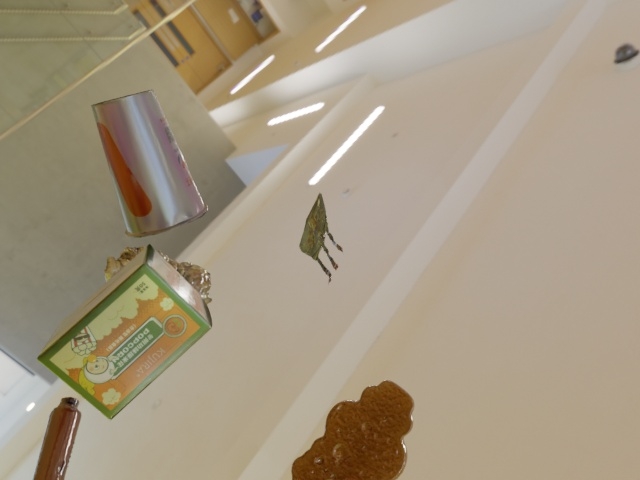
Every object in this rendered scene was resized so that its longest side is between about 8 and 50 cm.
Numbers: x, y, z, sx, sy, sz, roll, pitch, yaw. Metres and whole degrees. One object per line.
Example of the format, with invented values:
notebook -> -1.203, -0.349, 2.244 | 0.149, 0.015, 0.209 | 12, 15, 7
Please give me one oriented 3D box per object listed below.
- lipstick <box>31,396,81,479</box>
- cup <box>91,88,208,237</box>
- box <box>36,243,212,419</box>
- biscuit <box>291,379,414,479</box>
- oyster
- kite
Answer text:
lipstick -> -0.573, 0.525, 1.052 | 0.077, 0.077, 0.418 | -28, -138, 21
cup -> -0.389, -0.175, 1.132 | 0.203, 0.288, 0.203 | -12, -158, 5
box -> -0.289, 0.132, 0.787 | 0.195, 0.148, 0.177 | -42, -162, -7
biscuit -> 0.076, 0.412, 0.997 | 0.295, 0.186, 0.044 | -48, 161, -8
oyster -> -0.359, 0.136, 1.185 | 0.107, 0.354, 0.201 | 15, -100, 34
kite -> 0.001, 0.000, 1.041 | 0.245, 0.015, 0.141 | -118, -138, -61
